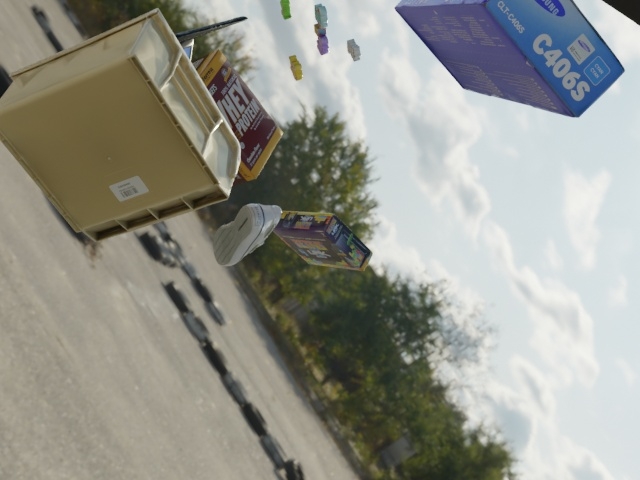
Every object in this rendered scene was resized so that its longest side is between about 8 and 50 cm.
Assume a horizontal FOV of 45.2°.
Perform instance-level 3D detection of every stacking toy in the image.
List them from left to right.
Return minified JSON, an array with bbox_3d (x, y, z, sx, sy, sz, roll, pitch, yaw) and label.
[{"bbox_3d":[0.003,-0.483,1.769,0.221,0.167,0.052,82,-15,-50],"label":"stacking toy"}]

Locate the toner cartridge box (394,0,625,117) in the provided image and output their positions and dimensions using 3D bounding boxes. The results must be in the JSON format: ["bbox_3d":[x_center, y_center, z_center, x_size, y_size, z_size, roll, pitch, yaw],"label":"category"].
[{"bbox_3d":[0.211,-0.252,0.942,0.165,0.075,0.348,43,5,-19],"label":"toner cartridge box"}]

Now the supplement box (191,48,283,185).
[{"bbox_3d":[-0.211,-0.194,1.348,0.194,0.129,0.191,-14,-53,38],"label":"supplement box"}]

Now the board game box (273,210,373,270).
[{"bbox_3d":[0.000,0.000,1.553,0.170,0.048,0.141,5,-29,48],"label":"board game box"}]

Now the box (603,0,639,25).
[{"bbox_3d":[0.503,-0.426,1.105,0.184,0.261,0.103,30,-30,-4],"label":"box"}]

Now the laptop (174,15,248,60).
[{"bbox_3d":[-0.301,-0.362,1.637,0.264,0.234,0.136,-6,-71,37],"label":"laptop"}]

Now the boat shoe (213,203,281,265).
[{"bbox_3d":[-0.142,-0.006,1.511,0.226,0.076,0.083,-34,-114,58],"label":"boat shoe"}]

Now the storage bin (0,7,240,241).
[{"bbox_3d":[-0.290,-0.152,1.119,0.123,0.262,0.260,-82,149,-49],"label":"storage bin"}]
